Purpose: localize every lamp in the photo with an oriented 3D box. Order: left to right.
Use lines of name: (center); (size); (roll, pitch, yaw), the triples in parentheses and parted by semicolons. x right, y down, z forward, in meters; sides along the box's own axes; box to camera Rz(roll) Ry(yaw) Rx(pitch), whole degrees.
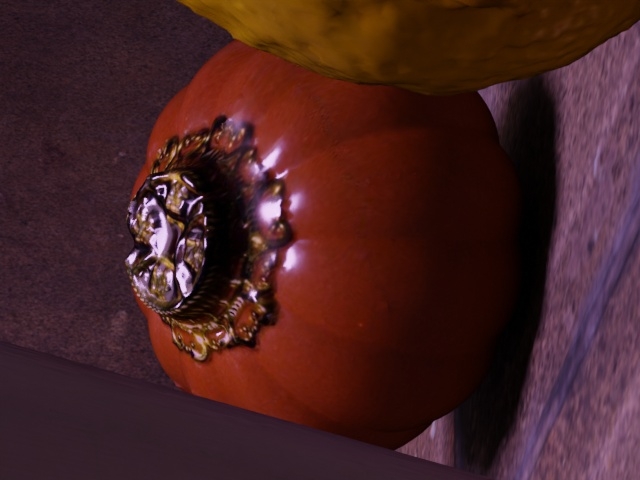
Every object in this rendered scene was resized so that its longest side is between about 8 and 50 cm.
lamp: (0.000, 0.000, 0.981); (0.223, 0.196, 0.223); (2, 93, 49)

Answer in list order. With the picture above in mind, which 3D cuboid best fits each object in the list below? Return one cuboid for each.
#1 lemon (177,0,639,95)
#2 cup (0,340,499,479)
lemon: (0.034, -0.185, 0.684); (0.260, 0.260, 0.284); (109, 169, -63)
cup: (-0.002, 0.149, 0.422); (0.253, 0.274, 0.253); (-170, 90, -84)
